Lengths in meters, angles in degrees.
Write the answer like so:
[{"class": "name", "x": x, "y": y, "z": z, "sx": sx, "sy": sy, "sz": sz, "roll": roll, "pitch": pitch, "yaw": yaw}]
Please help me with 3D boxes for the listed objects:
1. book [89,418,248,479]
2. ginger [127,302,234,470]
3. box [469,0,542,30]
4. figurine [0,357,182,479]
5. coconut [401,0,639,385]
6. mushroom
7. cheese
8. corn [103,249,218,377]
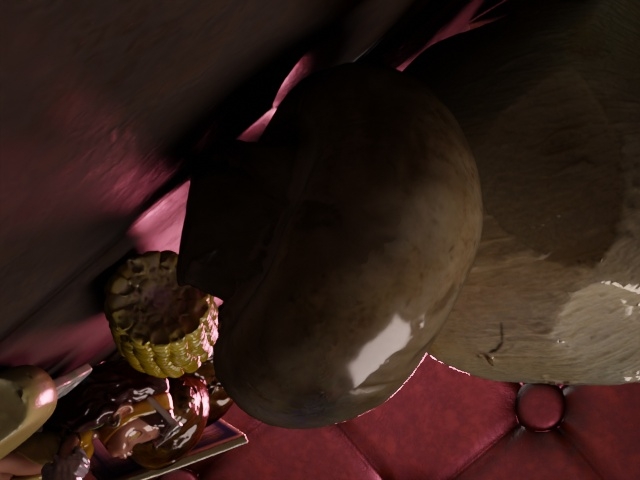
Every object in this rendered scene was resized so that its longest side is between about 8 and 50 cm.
[{"class": "book", "x": -0.276, "y": 0.325, "z": 1.569, "sx": 0.228, "sy": 0.018, "sz": 0.322, "roll": -17, "pitch": -170, "yaw": -22}, {"class": "ginger", "x": -0.198, "y": 0.212, "z": 1.412, "sx": 0.274, "sy": 0.152, "sz": 0.357, "roll": -42, "pitch": 178, "yaw": 16}, {"class": "box", "x": 0.240, "y": -0.232, "z": 0.945, "sx": 0.167, "sy": 0.024, "sz": 0.090, "roll": -3, "pitch": -156, "yaw": 42}, {"class": "figurine", "x": -0.261, "y": 0.207, "z": 0.992, "sx": 0.240, "sy": 0.116, "sz": 0.175, "roll": -32, "pitch": 171, "yaw": -28}, {"class": "coconut", "x": 0.224, "y": -0.038, "z": 0.848, "sx": 0.360, "sy": 0.346, "sz": 0.346, "roll": -4, "pitch": -157, "yaw": 40}, {"class": "mushroom", "x": 0.000, "y": 0.000, "z": 0.632, "sx": 0.184, "sy": 0.255, "sz": 0.255, "roll": 5, "pitch": 165, "yaw": -11}, {"class": "cheese", "x": -0.251, "y": 0.139, "z": 0.797, "sx": 0.127, "sy": 0.050, "sz": 0.255, "roll": -43, "pitch": 178, "yaw": 12}, {"class": "corn", "x": -0.134, "y": 0.070, "z": 0.823, "sx": 0.093, "sy": 0.093, "sz": 0.244, "roll": -40, "pitch": 176, "yaw": -11}]
